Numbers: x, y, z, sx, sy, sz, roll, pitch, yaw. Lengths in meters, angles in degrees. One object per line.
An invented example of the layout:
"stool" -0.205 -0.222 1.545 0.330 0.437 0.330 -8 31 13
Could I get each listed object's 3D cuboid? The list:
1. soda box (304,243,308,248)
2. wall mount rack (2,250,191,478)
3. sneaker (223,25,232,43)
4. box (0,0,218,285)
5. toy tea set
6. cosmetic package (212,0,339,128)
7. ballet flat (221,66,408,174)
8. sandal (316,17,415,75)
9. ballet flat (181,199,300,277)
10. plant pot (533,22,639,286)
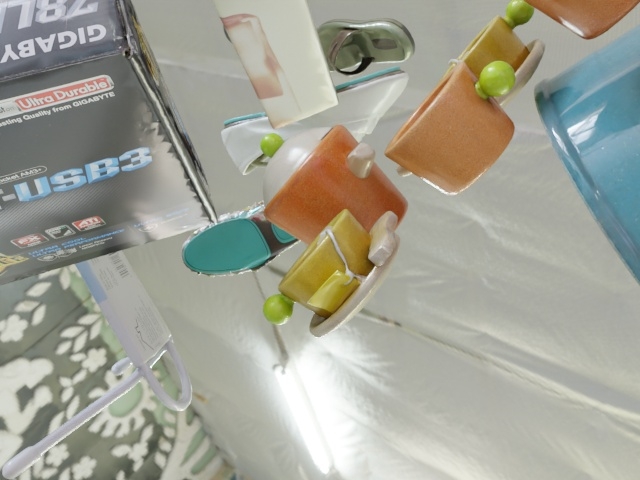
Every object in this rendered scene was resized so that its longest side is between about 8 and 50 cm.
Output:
"soda box" 0.000 0.000 1.320 0.058 0.061 0.181 46 -13 48
"wall mount rack" -0.307 0.100 0.763 0.350 0.130 0.304 61 7 -6
"sneaker" -0.126 -0.556 1.371 0.111 0.297 0.129 34 -2 -14
"box" -0.252 -0.053 0.496 0.293 0.295 0.074 91 -17 -71
"toy tea set" 0.059 -0.100 0.430 0.124 0.336 0.200 40 11 -5
"cosmetic package" -0.079 -0.334 0.973 0.296 0.129 0.153 65 4 -57
"ballet flat" -0.008 -0.211 1.186 0.400 0.139 0.139 -11 -59 27
"sandal" 0.066 -0.399 1.312 0.120 0.086 0.302 45 -18 -32
"ballet flat" -0.070 -0.017 0.847 0.077 0.240 0.091 -83 151 -80
"plant pot" 0.338 -0.078 0.430 0.255 0.272 0.272 -36 -82 31
